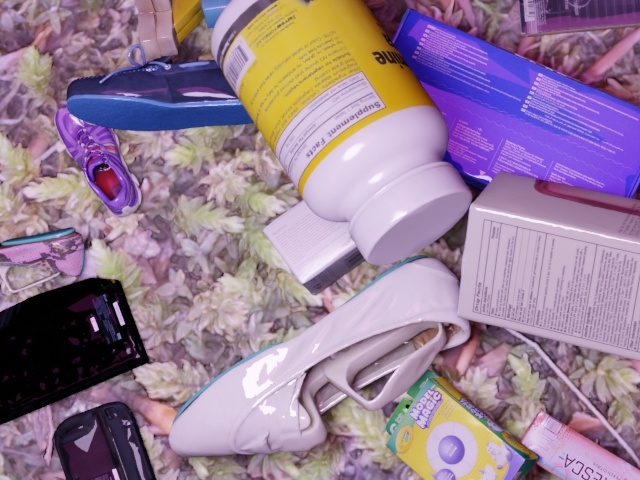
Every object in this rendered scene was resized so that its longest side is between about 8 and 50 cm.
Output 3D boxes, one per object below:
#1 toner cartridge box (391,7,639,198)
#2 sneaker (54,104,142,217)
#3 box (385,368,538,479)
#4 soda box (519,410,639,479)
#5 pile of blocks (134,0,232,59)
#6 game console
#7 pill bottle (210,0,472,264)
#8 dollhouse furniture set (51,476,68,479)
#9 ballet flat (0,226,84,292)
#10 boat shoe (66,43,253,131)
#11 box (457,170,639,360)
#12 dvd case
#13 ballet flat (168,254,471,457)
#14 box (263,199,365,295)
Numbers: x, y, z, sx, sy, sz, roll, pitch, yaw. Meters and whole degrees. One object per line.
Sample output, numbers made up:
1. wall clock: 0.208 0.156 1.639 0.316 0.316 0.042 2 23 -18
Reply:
1. toner cartridge box: 0.230 -0.138 1.805 0.348 0.075 0.165 26 84 12
2. sneaker: -0.284 -0.109 1.876 0.068 0.071 0.170 -36 76 1
3. box: 0.156 0.240 1.734 0.179 0.043 0.105 39 107 29
4. soda box: 0.321 0.270 1.724 0.183 0.063 0.058 32 87 13
5. pile of blocks: -0.104 -0.378 1.834 0.149 0.112 0.362 29 70 18
6. game console: -0.298 0.235 1.832 0.213 0.044 0.361 -22 77 5
7. pill bottle: 0.028 -0.145 1.700 0.188 0.188 0.334 -33 71 1
8. dollhouse furniture set: -0.416 0.397 1.643 0.362 0.256 0.394 -46 57 3
9. ballet flat: -0.408 0.029 1.874 0.222 0.077 0.079 -3 99 7
10. boat shoe: -0.192 -0.193 1.875 0.258 0.109 0.089 1 69 -9
11. box: 0.289 0.027 1.688 0.232 0.127 0.148 14 117 18
12. dvd case: 0.358 -0.345 1.853 0.221 0.018 0.164 -5 78 8
13. ballet flat: 0.005 0.166 1.744 0.400 0.139 0.139 -33 77 -2
14. box: 0.000 0.000 1.799 0.102 0.101 0.087 -35 77 1
